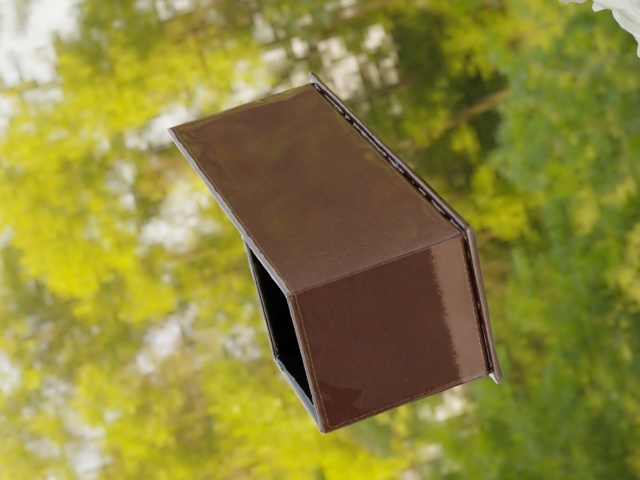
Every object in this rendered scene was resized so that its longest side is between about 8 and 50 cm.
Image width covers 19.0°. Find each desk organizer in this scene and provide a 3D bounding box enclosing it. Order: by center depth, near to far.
[{"bbox_3d":[0.000,0.000,0.537,0.130,0.050,0.047,-129,23,-61],"label":"desk organizer"}]

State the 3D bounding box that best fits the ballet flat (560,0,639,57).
[{"bbox_3d":[0.033,-0.200,0.313,0.409,0.147,0.147,79,178,-52],"label":"ballet flat"}]
